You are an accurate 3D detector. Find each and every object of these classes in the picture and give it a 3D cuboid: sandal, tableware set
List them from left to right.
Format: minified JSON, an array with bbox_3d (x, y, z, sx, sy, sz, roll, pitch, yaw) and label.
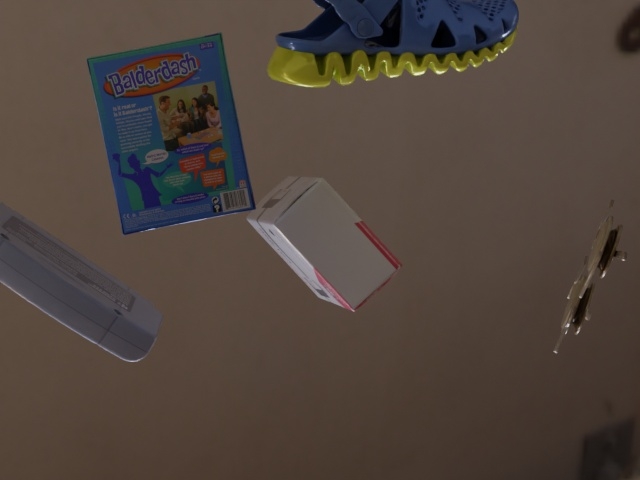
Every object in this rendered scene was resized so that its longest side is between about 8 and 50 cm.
[{"bbox_3d":[0.090,-0.263,1.857,0.317,0.138,0.126,-10,-161,-23],"label":"sandal"},{"bbox_3d":[0.366,0.053,2.110,0.039,0.194,0.128,20,-139,4],"label":"tableware set"}]

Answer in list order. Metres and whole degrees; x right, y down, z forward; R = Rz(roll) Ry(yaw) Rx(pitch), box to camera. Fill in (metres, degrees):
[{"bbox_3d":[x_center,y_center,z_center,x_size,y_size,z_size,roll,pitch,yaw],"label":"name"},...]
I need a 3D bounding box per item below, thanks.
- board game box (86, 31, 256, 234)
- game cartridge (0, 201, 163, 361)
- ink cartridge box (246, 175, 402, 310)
[{"bbox_3d":[-0.172,-0.125,1.849,0.160,0.210,0.047,-10,-171,-2],"label":"board game box"},{"bbox_3d":[-0.342,0.051,2.085,0.294,0.060,0.196,34,-177,-6],"label":"game cartridge"},{"bbox_3d":[0.000,0.000,2.061,0.092,0.158,0.218,-43,-170,-5],"label":"ink cartridge box"}]
